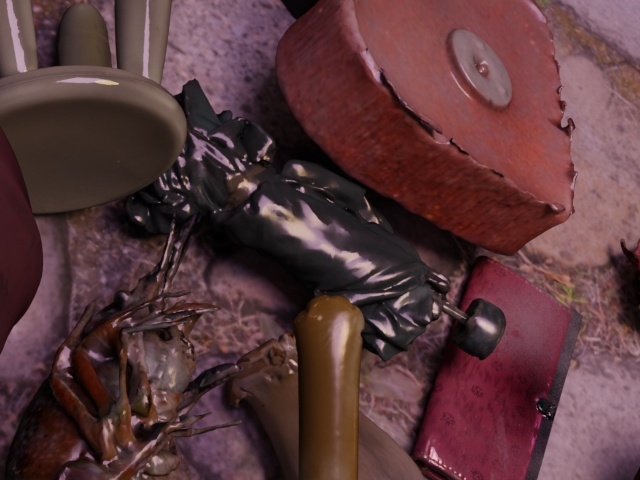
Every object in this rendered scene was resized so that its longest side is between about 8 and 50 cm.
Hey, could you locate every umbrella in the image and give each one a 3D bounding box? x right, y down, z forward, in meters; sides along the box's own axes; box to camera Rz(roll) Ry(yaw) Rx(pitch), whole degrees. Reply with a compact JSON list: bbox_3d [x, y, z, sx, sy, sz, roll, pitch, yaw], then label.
[{"bbox_3d":[-0.002,0.003,1.518,0.349,0.094,0.143,29,68,-10],"label":"umbrella"}]

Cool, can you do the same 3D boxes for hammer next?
[{"bbox_3d":[0.004,0.193,1.339,0.202,0.113,0.305,-2,86,-8],"label":"hammer"}]

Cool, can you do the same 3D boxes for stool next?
[{"bbox_3d":[-0.217,-0.146,1.409,0.195,0.195,0.199,2,59,-31],"label":"stool"}]

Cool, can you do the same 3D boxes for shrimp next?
[{"bbox_3d":[-0.137,0.142,1.352,0.372,0.137,0.172,-57,140,-30],"label":"shrimp"}]

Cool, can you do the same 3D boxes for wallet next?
[{"bbox_3d":[0.158,0.128,1.596,0.119,0.025,0.232,32,52,-13],"label":"wallet"}]

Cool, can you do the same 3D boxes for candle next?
[{"bbox_3d":[0.114,-0.118,1.618,0.287,0.131,0.317,54,36,4],"label":"candle"}]

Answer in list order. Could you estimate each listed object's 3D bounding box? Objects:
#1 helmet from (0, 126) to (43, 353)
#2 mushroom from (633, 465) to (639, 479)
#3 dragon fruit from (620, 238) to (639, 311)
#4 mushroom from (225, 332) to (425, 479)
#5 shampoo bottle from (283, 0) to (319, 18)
[{"bbox_3d":[-0.324,-0.030,1.244,0.197,0.271,0.338,-15,67,-53],"label":"helmet"},{"bbox_3d":[0.351,0.268,1.469,0.356,0.334,0.331,27,55,-30],"label":"mushroom"},{"bbox_3d":[0.365,0.047,1.734,0.147,0.096,0.102,-10,57,-3],"label":"dragon fruit"},{"bbox_3d":[0.014,0.176,1.440,0.116,0.093,0.225,-23,83,-16],"label":"mushroom"},{"bbox_3d":[0.047,-0.311,1.575,0.071,0.309,0.098,-27,82,-37],"label":"shampoo bottle"}]
